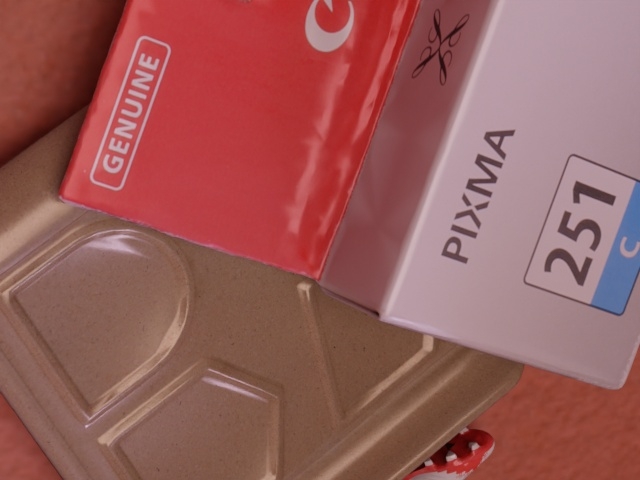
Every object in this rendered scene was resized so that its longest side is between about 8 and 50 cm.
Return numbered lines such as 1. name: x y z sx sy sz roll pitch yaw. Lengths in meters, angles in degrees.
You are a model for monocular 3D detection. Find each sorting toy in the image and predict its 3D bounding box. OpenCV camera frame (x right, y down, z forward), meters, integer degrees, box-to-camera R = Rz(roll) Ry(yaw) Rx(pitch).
1. sorting toy: 0.000 0.000 0.782 0.307 0.041 0.229 -38 116 -15

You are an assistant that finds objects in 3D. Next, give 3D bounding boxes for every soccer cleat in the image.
1. soccer cleat: 0.048 0.118 0.837 0.083 0.029 0.035 -30 122 -8

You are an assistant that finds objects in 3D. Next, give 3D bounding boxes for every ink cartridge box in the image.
1. ink cartridge box: 0.064 -0.110 0.727 0.261 0.066 0.296 18 93 -30
